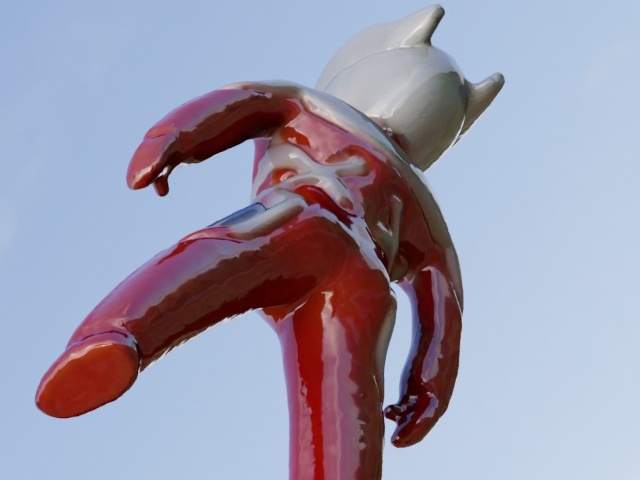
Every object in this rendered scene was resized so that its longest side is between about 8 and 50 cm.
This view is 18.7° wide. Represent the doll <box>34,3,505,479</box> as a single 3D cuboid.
[{"bbox_3d":[0.000,0.000,0.907,0.099,0.188,0.384,-34,14,34],"label":"doll"}]
